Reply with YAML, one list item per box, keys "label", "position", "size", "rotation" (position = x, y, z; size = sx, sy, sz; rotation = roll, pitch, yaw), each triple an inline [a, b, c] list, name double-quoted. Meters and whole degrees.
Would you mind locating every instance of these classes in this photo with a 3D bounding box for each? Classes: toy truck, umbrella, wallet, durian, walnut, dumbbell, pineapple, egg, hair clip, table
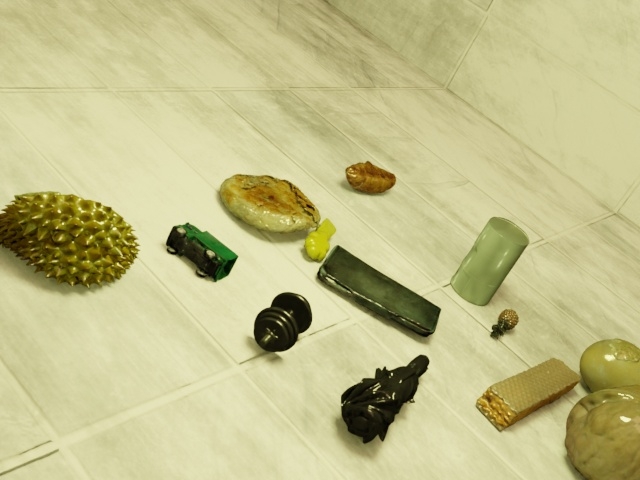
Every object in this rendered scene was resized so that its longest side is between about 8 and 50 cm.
- label: "toy truck"
  position: [-0.264, 0.022, 1.704]
  size: [0.147, 0.065, 0.079]
  rotation: [36, 27, 13]
- label: "umbrella"
  position: [0.149, 0.302, 1.580]
  size: [0.118, 0.118, 0.340]
  rotation: [38, 28, 18]
- label: "wallet"
  position: [0.146, 0.129, 1.914]
  size: [0.317, 0.045, 0.172]
  rotation: [30, 26, 3]
- label: "durian"
  position: [-0.491, -0.011, 1.480]
  size: [0.306, 0.172, 0.166]
  rotation: [8, 10, -19]
- label: "walnut"
  position: [0.666, 0.432, 1.698]
  size: [0.248, 0.248, 0.248]
  rotation: [22, 29, -13]
- label: "dumbbell"
  position: [-0.077, 0.168, 1.598]
  size: [0.099, 0.099, 0.208]
  rotation: [33, 27, 8]
- label: "pineapple"
  position: [0.480, 0.224, 2.055]
  size: [0.058, 0.058, 0.124]
  rotation: [41, 37, 22]
- label: "egg"
  position: [0.768, 0.337, 2.006]
  size: [0.201, 0.164, 0.164]
  rotation: [25, 28, -16]
- label: "hair clip"
  position: [0.000, 0.000, 1.988]
  size: [0.072, 0.046, 0.173]
  rotation: [50, 25, -8]
- label: "table"
  position: [0.462, 0.059, 2.125]
  size: [0.126, 0.220, 0.126]
  rotation: [20, 31, -13]

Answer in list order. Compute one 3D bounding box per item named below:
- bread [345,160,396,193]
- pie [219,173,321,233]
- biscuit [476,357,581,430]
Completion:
- label: "bread"
  position: [0.143, -0.191, 2.399]
  size: [0.233, 0.076, 0.105]
  rotation: [4, 48, -49]
- label: "pie"
  position: [-0.128, -0.096, 1.998]
  size: [0.274, 0.055, 0.274]
  rotation: [15, 27, -8]
- label: "biscuit"
  position: [0.504, 0.356, 1.852]
  size: [0.378, 0.054, 0.094]
  rotation: [-7, 44, -47]
